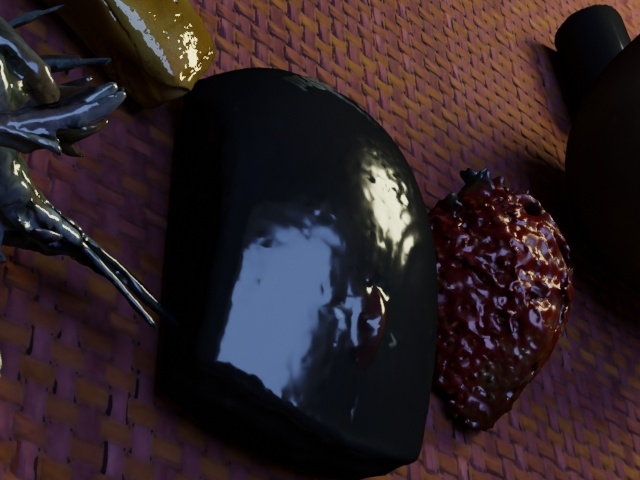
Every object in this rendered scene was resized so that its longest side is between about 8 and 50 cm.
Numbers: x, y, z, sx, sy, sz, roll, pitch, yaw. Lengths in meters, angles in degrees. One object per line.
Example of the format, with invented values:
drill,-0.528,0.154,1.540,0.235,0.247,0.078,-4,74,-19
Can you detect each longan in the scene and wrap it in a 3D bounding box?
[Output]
longan,0.330,-0.070,1.034,0.258,0.258,0.258,30,42,-32

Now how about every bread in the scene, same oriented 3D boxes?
bread,-0.118,-0.140,0.725,0.132,0.053,0.074,51,35,-11

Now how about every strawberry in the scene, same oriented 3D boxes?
strawberry,0.123,0.028,0.855,0.140,0.085,0.192,54,37,-7

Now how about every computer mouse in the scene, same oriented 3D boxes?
computer mouse,0.000,0.000,0.716,0.170,0.100,0.269,27,44,-32

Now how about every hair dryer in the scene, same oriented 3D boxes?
hair dryer,0.327,-0.136,1.261,0.248,0.070,0.114,27,42,-47

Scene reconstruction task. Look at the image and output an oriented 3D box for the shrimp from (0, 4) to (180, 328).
shrimp,-0.177,-0.083,0.518,0.372,0.137,0.172,34,2,-22
